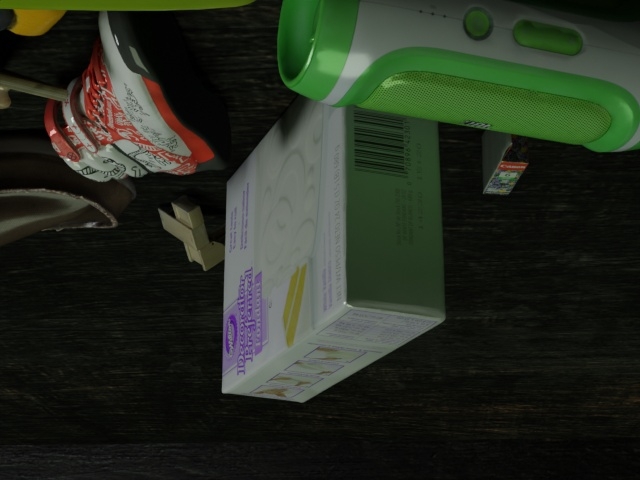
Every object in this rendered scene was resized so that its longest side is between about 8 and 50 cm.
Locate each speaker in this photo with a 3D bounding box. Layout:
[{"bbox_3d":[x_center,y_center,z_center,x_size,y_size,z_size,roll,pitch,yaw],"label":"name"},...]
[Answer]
[{"bbox_3d":[0.123,-0.144,0.895,0.296,0.131,0.131,7,158,-18],"label":"speaker"}]

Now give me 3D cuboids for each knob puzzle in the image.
[{"bbox_3d":[-0.318,-0.135,0.929,0.213,0.030,0.213,15,-174,-2],"label":"knob puzzle"}]

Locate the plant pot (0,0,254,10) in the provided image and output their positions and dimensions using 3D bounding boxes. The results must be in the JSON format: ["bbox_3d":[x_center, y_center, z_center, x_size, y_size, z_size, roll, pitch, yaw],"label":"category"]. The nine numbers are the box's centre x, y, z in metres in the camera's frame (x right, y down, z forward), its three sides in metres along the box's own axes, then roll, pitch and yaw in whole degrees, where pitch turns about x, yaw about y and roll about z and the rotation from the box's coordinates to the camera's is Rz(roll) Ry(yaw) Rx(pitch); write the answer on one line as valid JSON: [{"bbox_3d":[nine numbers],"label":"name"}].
[{"bbox_3d":[-0.131,-0.248,0.492,0.228,0.227,0.207,1,154,-2],"label":"plant pot"}]

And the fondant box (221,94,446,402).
[{"bbox_3d":[0.000,0.000,1.117,0.096,0.238,0.330,7,158,-19],"label":"fondant box"}]

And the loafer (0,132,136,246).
[{"bbox_3d":[-0.367,-0.021,1.218,0.365,0.130,0.134,-3,159,9],"label":"loafer"}]

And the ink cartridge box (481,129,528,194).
[{"bbox_3d":[0.177,-0.093,1.116,0.029,0.063,0.115,3,159,-5],"label":"ink cartridge box"}]

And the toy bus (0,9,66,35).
[{"bbox_3d":[-0.297,-0.229,0.698,0.332,0.108,0.130,13,154,-30],"label":"toy bus"}]

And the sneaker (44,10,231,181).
[{"bbox_3d":[-0.177,-0.120,1.010,0.145,0.090,0.270,-6,161,9],"label":"sneaker"}]

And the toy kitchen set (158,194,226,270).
[{"bbox_3d":[-0.133,-0.027,1.356,0.068,0.075,0.083,30,144,42],"label":"toy kitchen set"}]
